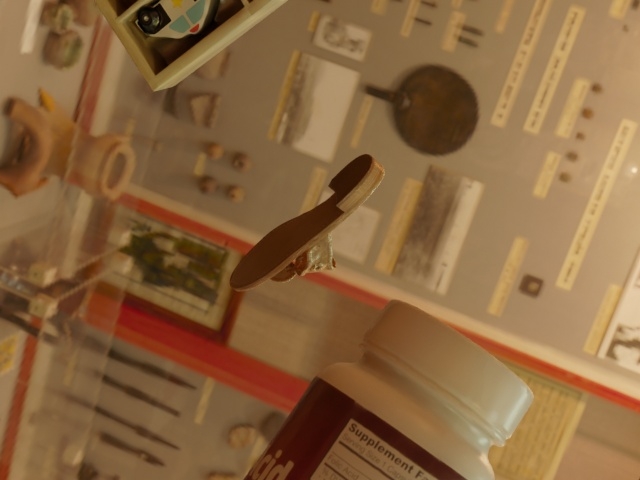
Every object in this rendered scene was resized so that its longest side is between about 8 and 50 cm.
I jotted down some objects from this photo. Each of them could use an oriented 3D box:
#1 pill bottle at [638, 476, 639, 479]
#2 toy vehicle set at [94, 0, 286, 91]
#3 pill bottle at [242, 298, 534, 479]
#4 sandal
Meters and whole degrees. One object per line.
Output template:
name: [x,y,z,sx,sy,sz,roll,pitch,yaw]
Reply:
pill bottle: [0.345,0.232,0.761,0.094,0.169,0.094,-46,-146,46]
toy vehicle set: [-0.051,-0.241,0.609,0.266,0.166,0.035,-33,-177,21]
pill bottle: [0.040,0.273,0.994,0.392,0.224,0.224,-54,166,-9]
sandal: [0.001,0.004,1.133,0.240,0.079,0.088,-42,-153,18]
